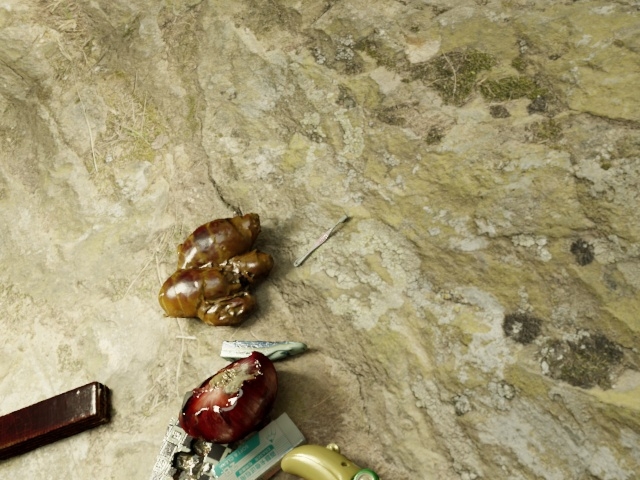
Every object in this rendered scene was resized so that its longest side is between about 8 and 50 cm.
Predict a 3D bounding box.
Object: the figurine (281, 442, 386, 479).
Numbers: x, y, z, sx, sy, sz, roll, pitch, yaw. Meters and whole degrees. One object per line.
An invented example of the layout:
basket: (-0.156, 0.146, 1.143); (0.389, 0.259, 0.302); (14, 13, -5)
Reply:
figurine: (0.027, 0.584, 1.622); (0.324, 0.124, 0.222); (26, 78, 36)

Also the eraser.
eraser: (-0.145, 0.521, 1.751); (0.225, 0.052, 0.095); (-36, 53, -12)

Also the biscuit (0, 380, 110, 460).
biscuit: (-0.768, 0.507, 2.043); (0.388, 0.073, 0.107); (-22, 54, 12)

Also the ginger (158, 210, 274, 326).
ginger: (-0.282, 0.078, 2.030); (0.274, 0.152, 0.358); (14, 70, 30)

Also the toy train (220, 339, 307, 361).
toy train: (-0.146, 0.290, 1.908); (0.233, 0.052, 0.051); (-2, 64, 22)

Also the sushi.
sushi: (-0.317, 0.557, 1.825); (0.192, 0.040, 0.210); (7, 57, 17)

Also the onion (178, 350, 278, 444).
onion: (-0.207, 0.407, 1.796); (0.272, 0.195, 0.272); (-34, 13, 9)

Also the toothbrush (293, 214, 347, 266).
toothbrush: (0.000, 0.000, 2.032); (0.204, 0.022, 0.017); (-43, 70, -4)
